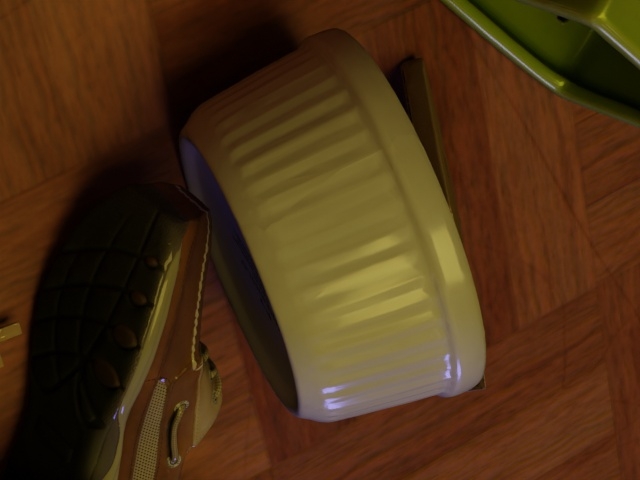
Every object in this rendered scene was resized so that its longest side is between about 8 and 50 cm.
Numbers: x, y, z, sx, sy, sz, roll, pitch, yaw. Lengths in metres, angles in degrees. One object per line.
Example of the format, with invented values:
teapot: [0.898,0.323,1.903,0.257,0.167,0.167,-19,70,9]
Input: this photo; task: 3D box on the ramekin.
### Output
ramekin: [0.000,0.000,1.352,0.127,0.273,0.273,-22,125,-11]

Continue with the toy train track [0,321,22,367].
toy train track: [-0.237,0.052,1.372,0.048,0.014,0.083,-21,119,-16]

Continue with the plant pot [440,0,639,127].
plant pot: [0.233,-0.213,1.422,0.227,0.228,0.207,34,87,-41]

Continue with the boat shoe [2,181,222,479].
boat shoe: [-0.136,0.105,1.411,0.120,0.122,0.324,-4,125,-41]

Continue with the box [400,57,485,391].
box: [0.091,-0.014,1.450,0.021,0.201,0.164,-12,126,5]
